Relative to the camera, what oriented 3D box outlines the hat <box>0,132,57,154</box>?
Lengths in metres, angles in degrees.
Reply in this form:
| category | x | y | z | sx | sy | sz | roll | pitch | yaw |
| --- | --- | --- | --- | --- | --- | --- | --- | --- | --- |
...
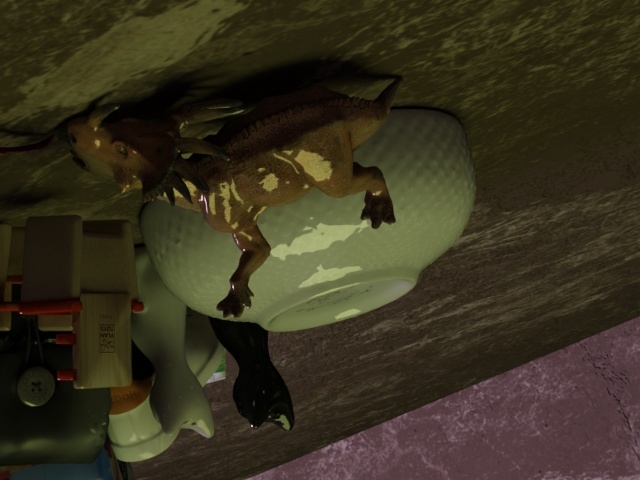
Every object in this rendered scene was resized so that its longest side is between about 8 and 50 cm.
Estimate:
| category | x | y | z | sx | sy | sz | roll | pitch | yaw |
| --- | --- | --- | --- | --- | --- | --- | --- | --- | --- |
| hat | -0.324 | -0.069 | 1.204 | 0.173 | 0.183 | 0.208 | -30 | 121 | 9 |

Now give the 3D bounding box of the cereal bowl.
| category | x | y | z | sx | sy | sz | roll | pitch | yaw |
| --- | --- | --- | --- | --- | --- | --- | --- | --- | --- |
| cereal bowl | 0.000 | 0.000 | 1.622 | 0.339 | 0.141 | 0.339 | -15 | 167 | -4 |

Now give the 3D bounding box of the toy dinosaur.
| category | x | y | z | sx | sy | sz | roll | pitch | yaw |
| --- | --- | --- | --- | --- | --- | --- | --- | --- | --- |
| toy dinosaur | -0.044 | -0.074 | 1.345 | 0.295 | 0.127 | 0.200 | -28 | 140 | -10 |

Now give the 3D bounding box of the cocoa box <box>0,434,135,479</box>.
| category | x | y | z | sx | sy | sz | roll | pitch | yaw |
| --- | --- | --- | --- | --- | --- | --- | --- | --- | --- |
| cocoa box | -0.408 | 0.224 | 1.814 | 0.347 | 0.231 | 0.228 | -16 | 163 | -1 |

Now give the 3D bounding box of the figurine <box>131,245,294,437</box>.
| category | x | y | z | sx | sy | sz | roll | pitch | yaw |
| --- | --- | --- | --- | --- | --- | --- | --- | --- | --- |
| figurine | -0.123 | 0.113 | 1.766 | 0.092 | 0.209 | 0.215 | -27 | 162 | 36 |

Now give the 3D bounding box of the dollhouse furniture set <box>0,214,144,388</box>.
| category | x | y | z | sx | sy | sz | roll | pitch | yaw |
| --- | --- | --- | --- | --- | --- | --- | --- | --- | --- |
| dollhouse furniture set | -0.282 | 0.052 | 1.347 | 0.259 | 0.135 | 0.262 | -2 | 177 | 28 |

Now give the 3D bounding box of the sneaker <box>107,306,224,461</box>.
| category | x | y | z | sx | sy | sz | roll | pitch | yaw |
| --- | --- | --- | --- | --- | --- | --- | --- | --- | --- |
| sneaker | -0.183 | 0.117 | 1.844 | 0.106 | 0.123 | 0.290 | -13 | -155 | 14 |

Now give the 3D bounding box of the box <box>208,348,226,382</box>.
| category | x | y | z | sx | sy | sz | roll | pitch | yaw |
| --- | --- | --- | --- | --- | --- | --- | --- | --- | --- |
| box | -0.282 | 0.176 | 2.147 | 0.322 | 0.058 | 0.232 | -15 | 166 | -7 |

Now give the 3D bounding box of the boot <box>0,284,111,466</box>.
| category | x | y | z | sx | sy | sz | roll | pitch | yaw |
| --- | --- | --- | --- | --- | --- | --- | --- | --- | --- |
| boot | -0.412 | 0.207 | 1.541 | 0.445 | 0.367 | 0.146 | -5 | -168 | -41 |
